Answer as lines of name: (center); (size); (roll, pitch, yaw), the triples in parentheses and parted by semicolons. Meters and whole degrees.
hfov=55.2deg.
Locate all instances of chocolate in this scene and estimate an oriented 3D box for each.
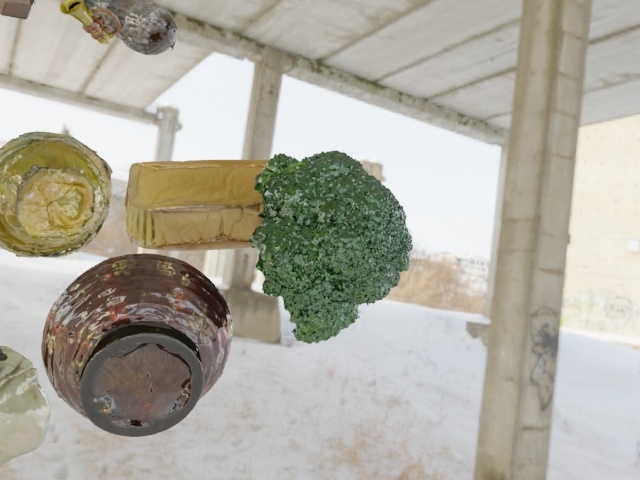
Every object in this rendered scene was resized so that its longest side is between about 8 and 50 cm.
chocolate: (-0.386, -0.441, 1.212); (0.248, 0.110, 0.110); (34, 6, 23)

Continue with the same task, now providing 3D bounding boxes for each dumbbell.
dumbbell: (-0.537, -0.508, 1.104); (0.082, 0.092, 0.231); (22, -42, -27)

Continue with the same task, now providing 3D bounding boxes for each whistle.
whistle: (-0.400, -0.392, 1.082); (0.046, 0.057, 0.109); (38, 0, 26)

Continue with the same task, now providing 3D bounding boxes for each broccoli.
broccoli: (0.000, 0.000, 0.894); (0.265, 0.294, 0.245); (32, -56, -15)

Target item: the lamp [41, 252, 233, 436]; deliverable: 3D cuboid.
lamp: (-0.233, 0.129, 0.796); (0.247, 0.246, 0.247); (7, -5, 1)

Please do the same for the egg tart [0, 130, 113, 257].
egg tart: (-0.610, -0.096, 1.395); (0.315, 0.314, 0.120); (12, 6, -42)

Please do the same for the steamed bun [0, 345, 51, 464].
steamed bun: (-0.729, 0.324, 1.257); (0.320, 0.206, 0.275); (-2, 34, 1)

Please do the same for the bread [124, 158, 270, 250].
bread: (-0.177, -0.064, 1.012); (0.288, 0.152, 0.119); (-3, -39, -13)
